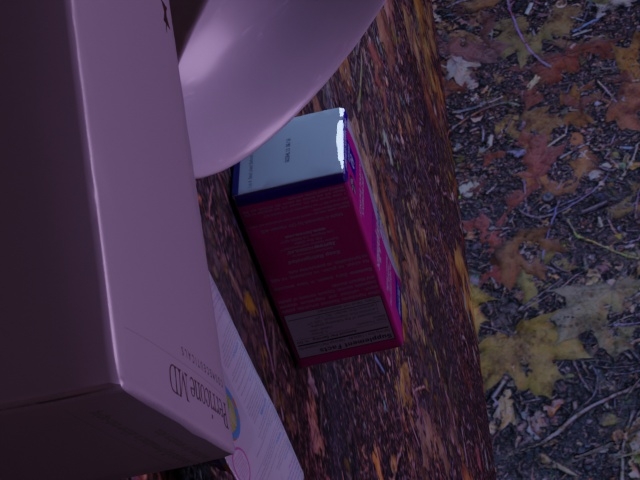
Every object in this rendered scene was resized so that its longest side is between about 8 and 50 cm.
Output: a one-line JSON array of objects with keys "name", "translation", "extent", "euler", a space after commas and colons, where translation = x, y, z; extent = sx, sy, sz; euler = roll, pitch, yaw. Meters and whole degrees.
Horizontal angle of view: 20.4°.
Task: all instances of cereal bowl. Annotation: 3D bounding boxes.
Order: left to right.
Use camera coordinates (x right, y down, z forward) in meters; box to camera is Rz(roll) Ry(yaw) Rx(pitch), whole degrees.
[{"name": "cereal bowl", "translation": [-0.056, -0.217, 1.286], "extent": [0.141, 0.339, 0.339], "euler": [37, 3, 13]}]

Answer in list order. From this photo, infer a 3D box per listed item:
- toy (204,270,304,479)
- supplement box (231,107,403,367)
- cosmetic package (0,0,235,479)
[{"name": "toy", "translation": [-0.087, 0.105, 1.280], "extent": [0.137, 0.056, 0.237], "euler": [-64, 135, -68]}, {"name": "supplement box", "translation": [0.000, 0.000, 1.704], "extent": [0.111, 0.113, 0.220], "euler": [-90, 166, -52]}, {"name": "cosmetic package", "translation": [-0.158, -0.072, 0.850], "extent": [0.197, 0.155, 0.366], "euler": [51, 27, -72]}]
